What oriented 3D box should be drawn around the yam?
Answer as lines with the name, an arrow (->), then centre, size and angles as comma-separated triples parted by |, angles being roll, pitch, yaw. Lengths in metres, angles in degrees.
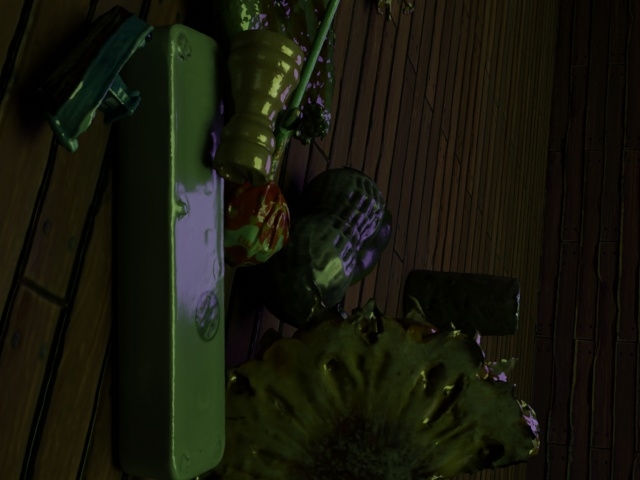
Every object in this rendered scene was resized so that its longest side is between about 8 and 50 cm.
yam -> 0.242, 0.105, 1.496 | 0.107, 0.194, 0.107 | 2, 90, -66

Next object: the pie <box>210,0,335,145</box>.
pie -> -0.045, -0.228, 0.925 | 0.302, 0.066, 0.303 | 0, 90, -69

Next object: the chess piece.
chess piece -> -0.054, -0.109, 0.761 | 0.066, 0.066, 0.122 | 42, 53, -62

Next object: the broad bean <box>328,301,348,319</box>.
broad bean -> 0.038, 0.200, 1.187 | 0.060, 0.043, 0.298 | -25, 114, -54

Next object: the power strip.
power strip -> -0.122, 0.021, 0.744 | 0.091, 0.062, 0.385 | -1, 91, -69

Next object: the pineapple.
pineapple -> 0.028, 0.165, 0.929 | 0.286, 0.344, 0.209 | 68, 9, -76

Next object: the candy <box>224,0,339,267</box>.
candy -> -0.029, -0.108, 0.827 | 0.084, 0.078, 0.288 | 18, 99, -37

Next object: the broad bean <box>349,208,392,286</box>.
broad bean -> 0.054, 0.015, 1.213 | 0.254, 0.046, 0.065 | -44, 118, -60

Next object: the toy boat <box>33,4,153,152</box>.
toy boat -> -0.158, -0.114, 0.649 | 0.061, 0.060, 0.137 | 52, 35, -26

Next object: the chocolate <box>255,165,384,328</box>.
chocolate -> 0.000, 0.000, 0.997 | 0.248, 0.110, 0.110 | -62, 146, -54

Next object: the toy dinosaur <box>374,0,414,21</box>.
toy dinosaur -> 0.102, -0.401, 1.331 | 0.126, 0.039, 0.162 | -4, 94, -67
